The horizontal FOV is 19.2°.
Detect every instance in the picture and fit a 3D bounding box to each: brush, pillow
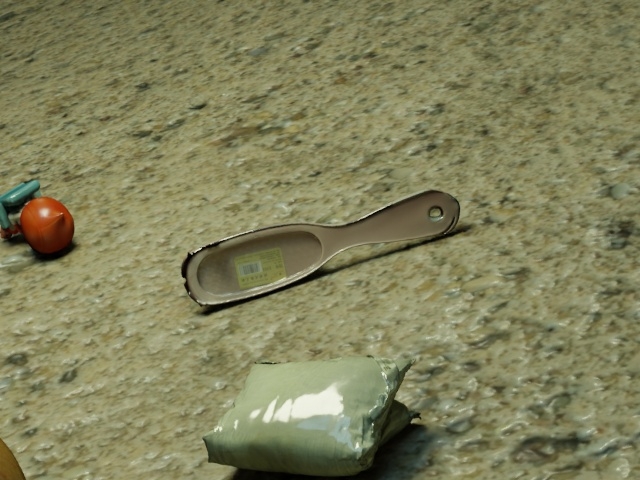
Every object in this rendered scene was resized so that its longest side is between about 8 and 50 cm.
[{"bbox_3d":[-0.001,-0.002,2.072,0.313,0.072,0.067,-16,12,-3],"label":"brush"},{"bbox_3d":[-0.013,0.162,1.736,0.181,0.077,0.134,-1,30,30],"label":"pillow"}]

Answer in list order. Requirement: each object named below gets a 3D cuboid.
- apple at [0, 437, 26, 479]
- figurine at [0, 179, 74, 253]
[{"bbox_3d":[-0.365,0.250,1.619,0.261,0.194,0.261,-5,27,3],"label":"apple"},{"bbox_3d":[-0.344,-0.029,2.298,0.068,0.075,0.140,-31,28,-30],"label":"figurine"}]
